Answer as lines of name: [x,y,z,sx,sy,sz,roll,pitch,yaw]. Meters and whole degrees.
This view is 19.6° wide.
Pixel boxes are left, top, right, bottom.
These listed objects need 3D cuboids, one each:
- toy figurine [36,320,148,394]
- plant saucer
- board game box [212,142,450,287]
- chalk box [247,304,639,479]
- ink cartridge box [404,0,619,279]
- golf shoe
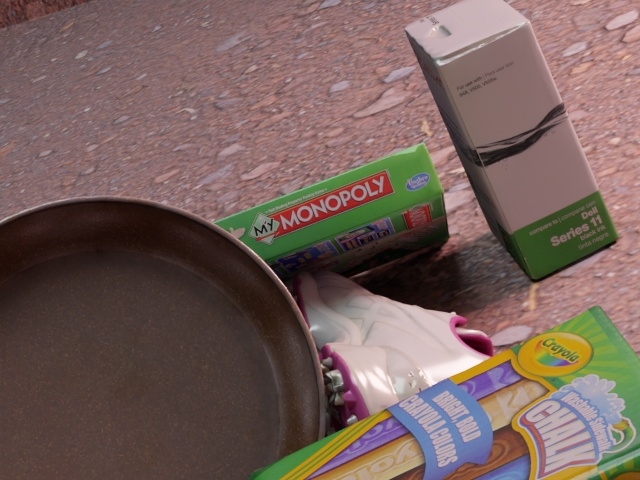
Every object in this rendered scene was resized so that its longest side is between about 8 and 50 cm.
toy figurine: [-0.158,0.111,1.442,0.148,0.213,0.209,-42,27,-13]
plant saucer: [-0.152,0.123,1.297,0.311,0.310,0.050,-29,-12,-8]
board game box: [0.000,0.000,1.542,0.214,0.046,0.317,-22,-8,2]
chalk box: [0.132,0.168,0.991,0.289,0.180,0.179,-26,20,3]
ink cartridge box: [0.158,-0.093,1.562,0.087,0.208,0.153,-26,20,0]
golf shoe: [0.053,0.094,1.412,0.140,0.115,0.306,-11,20,-8]
